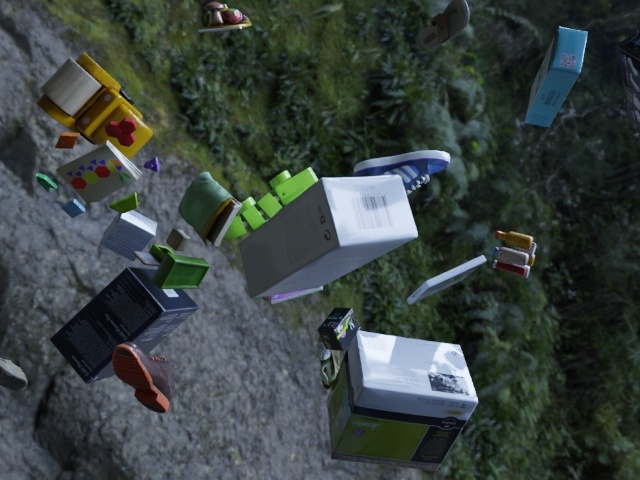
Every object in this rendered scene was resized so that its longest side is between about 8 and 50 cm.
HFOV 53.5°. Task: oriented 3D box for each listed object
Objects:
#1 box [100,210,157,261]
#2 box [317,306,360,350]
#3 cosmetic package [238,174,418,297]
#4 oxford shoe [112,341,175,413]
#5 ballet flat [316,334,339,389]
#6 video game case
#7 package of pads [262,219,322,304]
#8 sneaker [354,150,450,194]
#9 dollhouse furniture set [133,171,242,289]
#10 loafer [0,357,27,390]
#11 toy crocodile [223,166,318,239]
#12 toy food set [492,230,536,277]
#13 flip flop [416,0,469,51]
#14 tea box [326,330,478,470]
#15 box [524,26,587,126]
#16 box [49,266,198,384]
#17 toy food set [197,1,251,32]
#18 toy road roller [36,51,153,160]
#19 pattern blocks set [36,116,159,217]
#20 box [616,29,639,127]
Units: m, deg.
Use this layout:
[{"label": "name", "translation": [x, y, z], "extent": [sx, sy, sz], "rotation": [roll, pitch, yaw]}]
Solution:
[{"label": "box", "translation": [-0.620, -0.021, 2.058], "extent": [0.126, 0.137, 0.072], "rotation": [31, 28, -27]}, {"label": "box", "translation": [0.043, 0.202, 1.452], "extent": [0.083, 0.052, 0.062], "rotation": [-48, 124, -41]}, {"label": "cosmetic package", "translation": [0.000, 0.000, 1.562], "extent": [0.453, 0.230, 0.162], "rotation": [-33, -112, 53]}, {"label": "oxford shoe", "translation": [-0.423, 0.313, 1.544], "extent": [0.271, 0.096, 0.098], "rotation": [81, 26, -48]}, {"label": "ballet flat", "translation": [0.022, 0.369, 1.954], "extent": [0.067, 0.073, 0.206], "rotation": [-27, 110, -47]}, {"label": "video game case", "translation": [0.365, 0.117, 1.861], "extent": [0.023, 0.201, 0.183], "rotation": [63, -18, 15]}, {"label": "package of pads", "translation": [-0.107, 0.057, 2.171], "extent": [0.101, 0.229, 0.297], "rotation": [35, -49, 51]}, {"label": "sneaker", "translation": [0.271, -0.151, 2.049], "extent": [0.130, 0.322, 0.236], "rotation": [78, 5, -80]}, {"label": "dollhouse furniture set", "translation": [-0.386, -0.037, 1.791], "extent": [0.197, 0.302, 0.151], "rotation": [39, 15, 30]}, {"label": "loafer", "translation": [-0.750, 0.301, 1.477], "extent": [0.050, 0.056, 0.148], "rotation": [47, -7, 47]}, {"label": "toy crocodile", "translation": [-0.150, -0.105, 1.879], "extent": [0.115, 0.340, 0.105], "rotation": [54, -16, -6]}, {"label": "toy food set", "translation": [0.587, 0.045, 1.937], "extent": [0.232, 0.104, 0.111], "rotation": [31, 78, -65]}, {"label": "flip flop", "translation": [0.434, -0.775, 2.307], "extent": [0.277, 0.080, 0.112], "rotation": [-26, -93, 55]}, {"label": "tea box", "translation": [0.216, 0.459, 1.806], "extent": [0.220, 0.329, 0.324], "rotation": [-96, -159, -54]}, {"label": "box", "translation": [0.507, -0.348, 1.383], "extent": [0.244, 0.060, 0.101], "rotation": [71, 33, -74]}, {"label": "box", "translation": [-0.589, 0.252, 1.958], "extent": [0.179, 0.312, 0.343], "rotation": [47, 0, 7]}, {"label": "toy food set", "translation": [-0.258, -0.603, 1.703], "extent": [0.218, 0.128, 0.071], "rotation": [-88, 174, -69]}, {"label": "toy road roller", "translation": [-0.660, -0.382, 1.932], "extent": [0.240, 0.202, 0.329], "rotation": [42, -2, 17]}, {"label": "pattern blocks set", "translation": [-0.597, -0.184, 1.722], "extent": [0.026, 0.324, 0.285], "rotation": [-99, 170, -48]}, {"label": "box", "translation": [0.593, -0.264, 0.927], "extent": [0.163, 0.247, 0.142], "rotation": [53, 8, -42]}]
